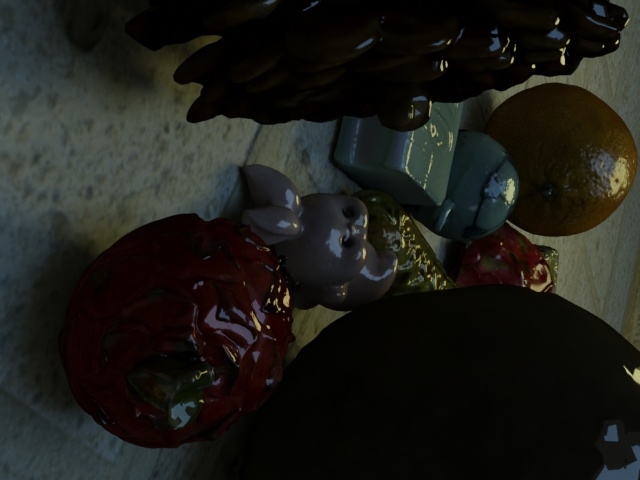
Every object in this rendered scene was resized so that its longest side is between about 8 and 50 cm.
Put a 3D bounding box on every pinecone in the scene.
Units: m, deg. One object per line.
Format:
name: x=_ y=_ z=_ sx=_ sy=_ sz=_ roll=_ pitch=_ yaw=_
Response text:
pinecone: x=0.039 y=-0.250 z=0.714 sx=0.398 sy=0.398 sz=0.397 roll=-22 pitch=115 yaw=-61

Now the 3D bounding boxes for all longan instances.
longan: x=0.137 y=0.240 z=0.952 sx=0.404 sy=0.436 sz=0.403 roll=-15 pitch=90 yaw=-81

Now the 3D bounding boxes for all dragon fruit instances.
dragon fruit: x=-0.103 y=0.069 z=0.706 sx=0.209 sy=0.172 sz=0.172 roll=-43 pitch=133 yaw=-65
dragon fruit: x=0.280 y=0.092 z=1.502 sx=0.163 sy=0.189 sz=0.261 roll=-89 pitch=-179 yaw=-75

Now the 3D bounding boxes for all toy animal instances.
toy animal: x=0.002 y=-0.001 z=0.957 sx=0.212 sy=0.124 sz=0.124 roll=51 pitch=51 yaw=-59

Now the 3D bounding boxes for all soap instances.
soap: x=0.113 y=-0.197 z=1.159 sx=0.173 sy=0.095 sz=0.289 roll=35 pitch=64 yaw=-61

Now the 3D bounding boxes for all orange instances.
orange: x=0.377 y=-0.127 z=1.525 sx=0.264 sy=0.264 sz=0.264 roll=-22 pitch=115 yaw=-61

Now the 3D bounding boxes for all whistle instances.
whistle: x=0.205 y=-0.089 z=1.304 sx=0.289 sy=0.164 sz=0.163 roll=-49 pitch=137 yaw=-51

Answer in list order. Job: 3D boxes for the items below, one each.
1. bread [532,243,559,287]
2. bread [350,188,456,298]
bread: x=0.329 y=0.099 z=1.608 sx=0.102 sy=0.138 sz=0.196 roll=-20 pitch=111 yaw=-56
bread: x=0.095 y=0.022 z=1.178 sx=0.269 sy=0.087 sz=0.098 roll=48 pitch=54 yaw=-57
